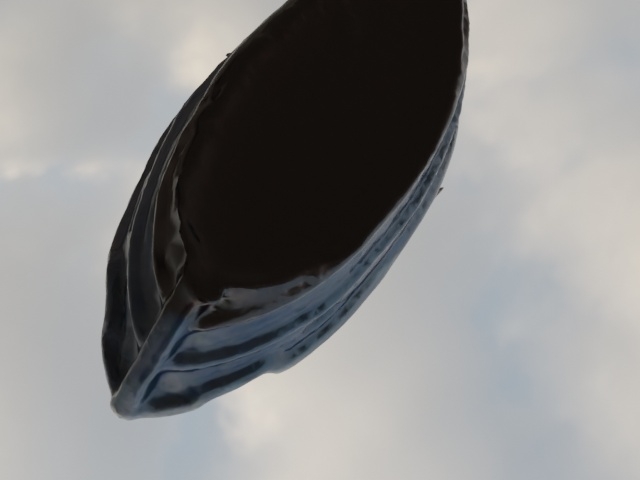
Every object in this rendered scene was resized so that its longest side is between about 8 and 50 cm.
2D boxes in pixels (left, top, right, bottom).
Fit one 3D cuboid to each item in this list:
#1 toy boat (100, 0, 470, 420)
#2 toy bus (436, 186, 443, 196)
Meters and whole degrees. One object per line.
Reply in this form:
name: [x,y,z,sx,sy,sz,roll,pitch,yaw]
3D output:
toy boat: [-0.012,-0.034,0.709,0.129,0.142,0.309,34,-123,0]
toy bus: [0.000,0.000,1.041,0.096,0.235,0.073,48,-128,10]
